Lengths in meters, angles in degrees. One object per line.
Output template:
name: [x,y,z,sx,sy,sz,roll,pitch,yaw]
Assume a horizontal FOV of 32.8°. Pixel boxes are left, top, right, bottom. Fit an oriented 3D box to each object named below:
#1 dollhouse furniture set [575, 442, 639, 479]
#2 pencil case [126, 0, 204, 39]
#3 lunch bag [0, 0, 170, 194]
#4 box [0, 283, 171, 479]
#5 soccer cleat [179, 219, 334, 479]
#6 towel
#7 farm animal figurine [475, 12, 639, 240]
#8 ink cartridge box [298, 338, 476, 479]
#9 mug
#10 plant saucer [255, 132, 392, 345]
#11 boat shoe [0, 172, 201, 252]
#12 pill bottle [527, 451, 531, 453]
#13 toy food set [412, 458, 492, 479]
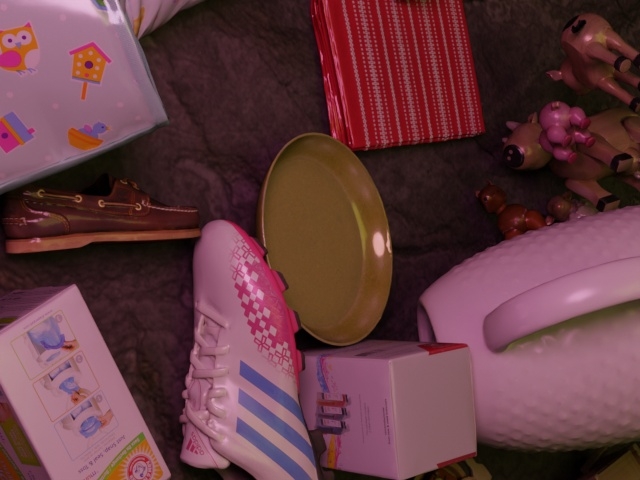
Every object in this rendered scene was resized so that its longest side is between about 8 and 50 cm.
dollhouse furniture set: [0.346,0.316,1.518,0.182,0.101,0.161,-22,76,-41]
pencil case: [-0.141,-0.284,1.086,0.273,0.124,0.113,-40,121,-36]
lunch bag: [-0.265,-0.173,0.890,0.223,0.160,0.262,-22,100,-4]
box: [-0.239,0.153,0.961,0.103,0.114,0.203,-37,111,-40]
soccer cleat: [-0.088,0.148,1.101,0.143,0.116,0.331,-19,96,-31]
towel: [0.101,-0.217,1.364,0.275,0.031,0.198,-11,91,-44]
farm animal figurine: [0.343,-0.139,1.459,0.327,0.172,0.330,2,123,-42]
ink cartridge box: [0.061,0.179,1.191,0.128,0.176,0.127,-7,93,-42]
mug: [0.292,0.100,1.256,0.328,0.374,0.276,-12,72,-3]
plant saucer: [0.000,0.000,1.221,0.241,0.037,0.241,18,67,-50]
boat shoe: [-0.203,-0.029,1.039,0.207,0.073,0.073,-3,90,-43]
pill bottle: [0.279,0.207,1.452,0.078,0.078,0.137,44,58,-30]
toy food set: [0.158,0.337,1.355,0.132,0.038,0.192,53,55,-25]
